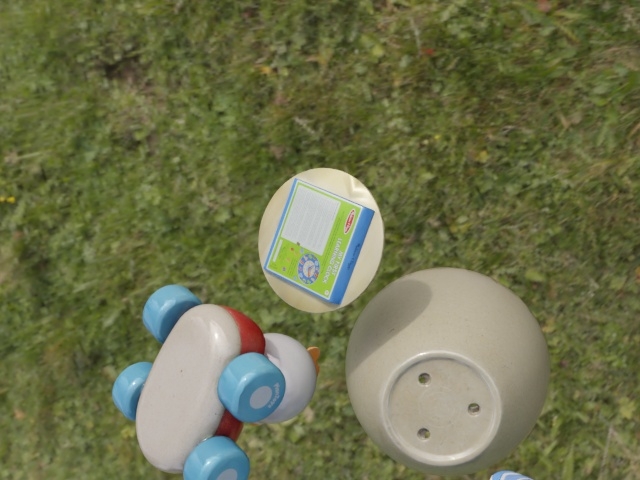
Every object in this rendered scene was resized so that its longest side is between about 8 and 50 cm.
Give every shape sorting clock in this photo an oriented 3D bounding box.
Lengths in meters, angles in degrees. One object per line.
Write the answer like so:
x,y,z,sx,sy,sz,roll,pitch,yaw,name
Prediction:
0.000,0.000,1.333,0.206,0.040,0.206,-5,82,34,shape sorting clock

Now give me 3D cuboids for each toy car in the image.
-0.091,0.190,1.165,0.219,0.238,0.210,33,104,45,toy car

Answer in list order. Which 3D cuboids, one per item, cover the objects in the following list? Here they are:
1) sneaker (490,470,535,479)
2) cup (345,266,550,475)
0.129,0.288,0.783,0.211,0.080,0.081,-50,40,-5,sneaker
0.187,0.219,1.417,0.331,0.237,0.330,1,96,9,cup
